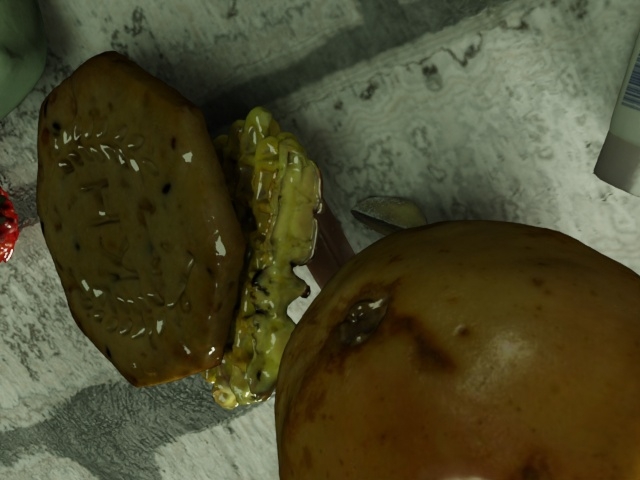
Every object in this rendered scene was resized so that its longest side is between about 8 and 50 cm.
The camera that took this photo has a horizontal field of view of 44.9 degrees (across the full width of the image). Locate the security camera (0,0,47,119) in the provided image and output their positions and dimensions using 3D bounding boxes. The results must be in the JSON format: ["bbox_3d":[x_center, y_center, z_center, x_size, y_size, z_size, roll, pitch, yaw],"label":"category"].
[{"bbox_3d":[-0.418,-0.170,0.884,0.301,0.080,0.157,-37,61,31],"label":"security camera"}]

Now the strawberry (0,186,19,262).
[{"bbox_3d":[-0.472,-0.013,1.010,0.236,0.111,0.190,12,86,41],"label":"strawberry"}]

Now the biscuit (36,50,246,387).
[{"bbox_3d":[-0.207,-0.013,0.812,0.359,0.046,0.360,17,114,42],"label":"biscuit"}]

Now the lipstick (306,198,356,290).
[{"bbox_3d":[0.000,0.000,0.855,0.045,0.045,0.145,-21,107,32],"label":"lipstick"}]

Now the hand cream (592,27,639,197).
[{"bbox_3d":[0.309,-0.155,0.637,0.133,0.083,0.248,23,112,9],"label":"hand cream"}]

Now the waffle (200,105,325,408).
[{"bbox_3d":[-0.074,0.024,0.801,0.309,0.065,0.283,-53,45,47],"label":"waffle"}]

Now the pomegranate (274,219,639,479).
[{"bbox_3d":[0.158,0.176,0.697,0.409,0.410,0.410,10,119,18],"label":"pomegranate"}]

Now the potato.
[{"bbox_3d":[0.082,-0.023,0.820,0.093,0.036,0.037,21,161,32],"label":"potato"}]
